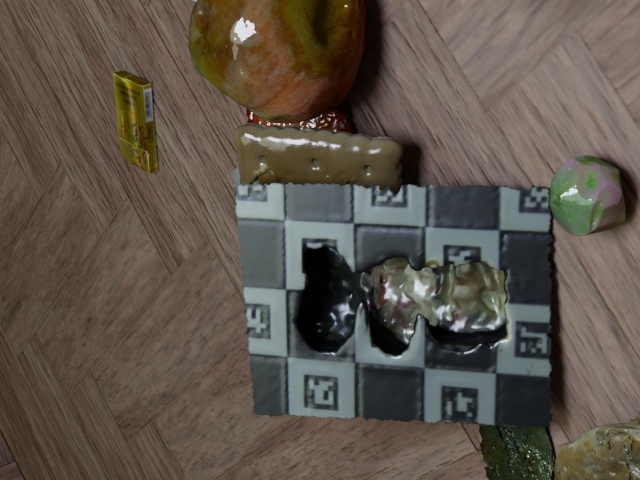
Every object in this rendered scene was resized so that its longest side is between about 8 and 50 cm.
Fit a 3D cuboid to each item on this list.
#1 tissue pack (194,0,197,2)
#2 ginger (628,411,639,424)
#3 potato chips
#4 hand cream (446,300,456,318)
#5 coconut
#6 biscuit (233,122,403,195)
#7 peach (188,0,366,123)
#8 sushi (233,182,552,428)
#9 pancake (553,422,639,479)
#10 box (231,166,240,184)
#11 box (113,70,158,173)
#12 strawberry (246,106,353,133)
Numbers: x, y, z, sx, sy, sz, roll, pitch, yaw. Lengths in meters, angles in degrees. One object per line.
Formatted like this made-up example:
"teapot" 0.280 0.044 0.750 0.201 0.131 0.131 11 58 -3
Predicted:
"tissue pack" -0.134 -0.371 1.542 0.148 0.099 0.106 32 134 39
"ginger" 0.371 0.201 1.246 0.137 0.044 0.057 -50 49 49
"potato chips" 0.241 0.284 1.473 0.142 0.026 0.209 48 140 29
"hand cream" 0.135 0.061 1.490 0.165 0.037 0.057 34 133 46
"coconut" 0.275 -0.046 1.206 0.083 0.081 0.082 -9 88 63
"biscuit" 0.000 0.000 1.487 0.217 0.044 0.325 8 128 12
"peach" -0.046 -0.265 1.395 0.214 0.214 0.235 30 95 40
"sushi" 0.097 0.064 1.416 0.373 0.100 0.296 0 103 15
"pancake" 0.390 0.338 1.254 0.356 0.065 0.356 29 139 29
"box" -0.054 -0.064 1.643 0.130 0.051 0.129 -28 86 54
"box" -0.305 -0.195 1.923 0.089 0.022 0.156 30 130 41
"strawberry" -0.009 -0.123 1.533 0.167 0.087 0.208 -2 91 16
